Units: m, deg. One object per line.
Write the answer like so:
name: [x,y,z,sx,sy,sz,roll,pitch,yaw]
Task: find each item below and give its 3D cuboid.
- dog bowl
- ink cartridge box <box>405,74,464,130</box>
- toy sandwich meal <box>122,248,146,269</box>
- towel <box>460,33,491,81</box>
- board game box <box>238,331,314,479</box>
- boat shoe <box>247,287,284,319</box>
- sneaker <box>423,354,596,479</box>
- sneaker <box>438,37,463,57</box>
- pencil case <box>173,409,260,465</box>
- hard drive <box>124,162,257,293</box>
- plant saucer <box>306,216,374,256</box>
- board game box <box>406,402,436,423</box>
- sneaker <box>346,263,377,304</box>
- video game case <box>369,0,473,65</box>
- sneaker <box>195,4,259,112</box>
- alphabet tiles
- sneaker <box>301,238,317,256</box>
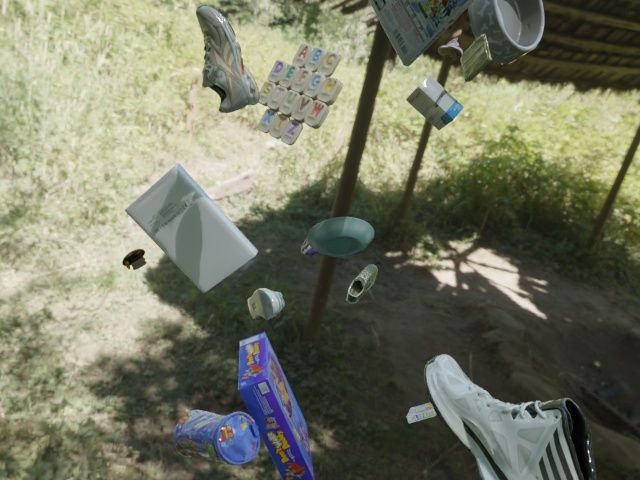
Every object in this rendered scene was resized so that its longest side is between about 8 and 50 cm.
dog bowl: [0.700,-0.841,1.910,0.349,0.348,0.102,5,-4,-34]
ink cartridge box: [0.456,-0.549,2.067,0.191,0.082,0.139,43,-12,-5]
toy sandwich meal: [-0.566,0.060,1.575,0.029,0.085,0.086,49,27,15]
towel: [0.531,-0.625,1.769,0.027,0.110,0.148,-3,-14,-18]
board game box: [-0.121,0.458,1.404,0.078,0.347,0.233,-21,20,0]
boat shoe: [-0.151,0.182,1.535,0.084,0.095,0.258,-14,-1,-22]
sneaker: [0.426,0.383,1.137,0.169,0.257,0.447,21,27,-38]
sneaker: [0.453,-0.643,1.720,0.067,0.042,0.118,-31,33,-9]
pencil case: [-0.266,0.495,1.309,0.133,0.119,0.306,-23,0,-39]
hard drive: [-0.393,-0.029,1.575,0.353,0.233,0.047,50,21,-13]
plant saucer: [0.059,0.003,1.465,0.195,0.195,0.037,10,54,-21]
board game box: [0.381,0.638,1.920,0.104,0.026,0.154,-21,-11,12]
sneaker: [0.170,0.167,2.064,0.064,0.192,0.086,32,-17,17]
video game case: [0.309,-0.796,1.674,0.036,0.300,0.328,-10,70,-41]
sneaker: [-0.253,-0.437,1.266,0.121,0.262,0.099,-32,23,-15]
alphabet tiles: [-0.067,-0.410,1.428,0.284,0.277,0.021,34,6,40]
sneaker: [0.000,0.000,1.962,0.071,0.170,0.068,33,30,-31]
